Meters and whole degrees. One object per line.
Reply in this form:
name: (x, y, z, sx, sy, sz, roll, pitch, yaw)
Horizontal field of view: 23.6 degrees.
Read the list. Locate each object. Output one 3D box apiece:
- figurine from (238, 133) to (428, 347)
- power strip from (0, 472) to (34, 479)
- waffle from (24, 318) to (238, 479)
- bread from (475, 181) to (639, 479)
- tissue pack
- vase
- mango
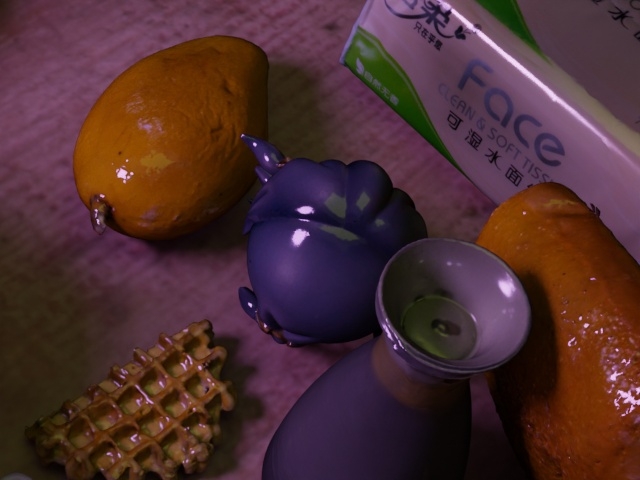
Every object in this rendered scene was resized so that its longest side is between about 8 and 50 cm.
figurine: (0.009, 0.005, 1.402, 0.175, 0.265, 0.197, 3, 80, 2)
power strip: (-0.320, 0.322, 1.170, 0.091, 0.062, 0.385, 36, 54, 12)
waffle: (-0.166, 0.144, 1.357, 0.192, 0.046, 0.160, -1, 57, -17)
bread: (0.229, 0.141, 1.274, 0.148, 0.328, 0.337, -28, 43, -1)
tissue pack: (0.286, -0.177, 1.625, 0.405, 0.205, 0.332, 45, 51, 17)
vase: (0.066, 0.134, 1.255, 0.173, 0.321, 0.173, 8, 52, -11)
mango: (-0.137, -0.106, 1.507, 0.177, 0.119, 0.317, 19, 46, 8)
